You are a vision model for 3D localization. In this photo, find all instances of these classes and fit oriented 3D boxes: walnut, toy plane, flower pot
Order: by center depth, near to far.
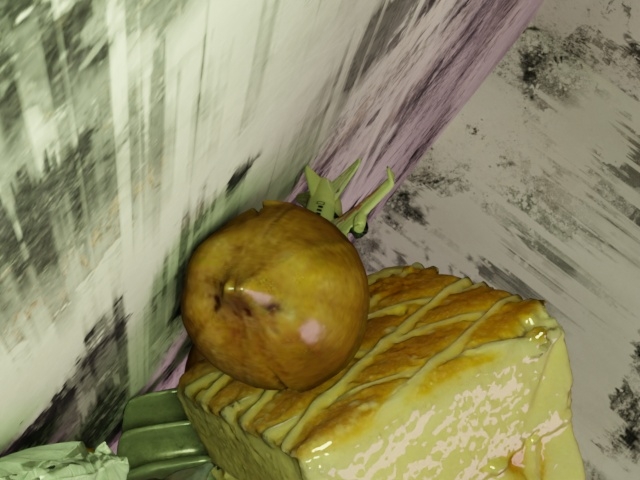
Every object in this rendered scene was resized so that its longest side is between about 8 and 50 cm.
[{"bbox_3d":[-0.050,0.061,1.444,0.209,0.209,0.336,-52,171,3],"label":"walnut"},{"bbox_3d":[0.000,0.000,1.705,0.229,0.092,0.244,-29,-143,29],"label":"toy plane"},{"bbox_3d":[-0.186,0.374,1.827,0.164,0.367,0.254,-11,166,-2],"label":"flower pot"}]

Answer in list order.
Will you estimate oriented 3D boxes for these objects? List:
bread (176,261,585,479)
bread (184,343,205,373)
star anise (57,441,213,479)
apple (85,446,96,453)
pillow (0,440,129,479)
[{"bbox_3d":[0.077,0.230,1.640,0.390,0.279,0.371,-29,-155,-24],"label":"bread"},{"bbox_3d":[-0.087,0.129,1.936,0.195,0.149,0.344,-37,168,-37],"label":"bread"},{"bbox_3d":[-0.248,0.356,1.577,0.315,0.315,0.108,-51,-147,-17],"label":"star anise"},{"bbox_3d":[-0.258,0.294,1.367,0.155,0.182,0.182,-22,171,-8],"label":"apple"},{"bbox_3d":[-0.304,0.302,1.134,0.310,0.138,0.283,-54,167,1],"label":"pillow"}]
